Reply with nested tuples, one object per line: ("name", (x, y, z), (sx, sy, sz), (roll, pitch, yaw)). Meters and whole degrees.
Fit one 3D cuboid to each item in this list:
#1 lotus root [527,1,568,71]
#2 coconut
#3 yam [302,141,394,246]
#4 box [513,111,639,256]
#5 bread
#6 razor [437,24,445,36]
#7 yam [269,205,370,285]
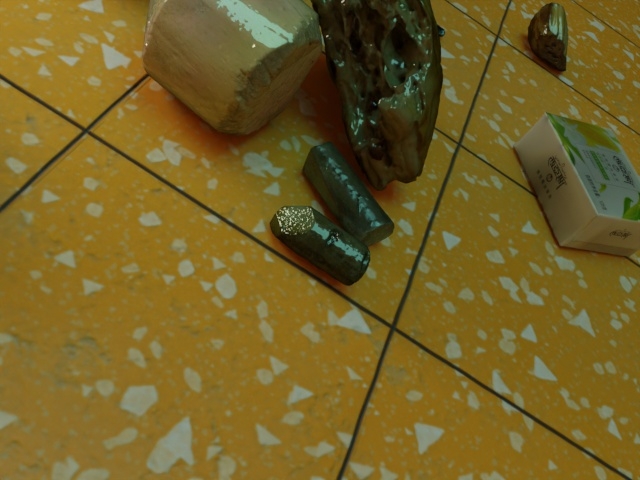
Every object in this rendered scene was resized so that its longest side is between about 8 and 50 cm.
("lotus root", (0.556, -0.488, 1.768), (0.159, 0.095, 0.135), (58, 34, -41))
("coconut", (-0.141, -0.296, 1.053), (0.244, 0.239, 0.239), (43, 44, 6))
("yam", (0.038, -0.068, 1.091), (0.068, 0.068, 0.169), (-21, 67, -42))
("box", (0.516, -0.108, 1.403), (0.194, 0.111, 0.260), (7, 49, -29))
("bread", (0.099, -0.305, 1.150), (0.191, 0.314, 0.370), (-13, 50, 5))
("razor", (0.187, -0.489, 1.570), (0.190, 0.033, 0.066), (26, 3, -17))
("yam", (0.000, 0.000, 1.008), (0.146, 0.070, 0.070), (36, 43, -4))
